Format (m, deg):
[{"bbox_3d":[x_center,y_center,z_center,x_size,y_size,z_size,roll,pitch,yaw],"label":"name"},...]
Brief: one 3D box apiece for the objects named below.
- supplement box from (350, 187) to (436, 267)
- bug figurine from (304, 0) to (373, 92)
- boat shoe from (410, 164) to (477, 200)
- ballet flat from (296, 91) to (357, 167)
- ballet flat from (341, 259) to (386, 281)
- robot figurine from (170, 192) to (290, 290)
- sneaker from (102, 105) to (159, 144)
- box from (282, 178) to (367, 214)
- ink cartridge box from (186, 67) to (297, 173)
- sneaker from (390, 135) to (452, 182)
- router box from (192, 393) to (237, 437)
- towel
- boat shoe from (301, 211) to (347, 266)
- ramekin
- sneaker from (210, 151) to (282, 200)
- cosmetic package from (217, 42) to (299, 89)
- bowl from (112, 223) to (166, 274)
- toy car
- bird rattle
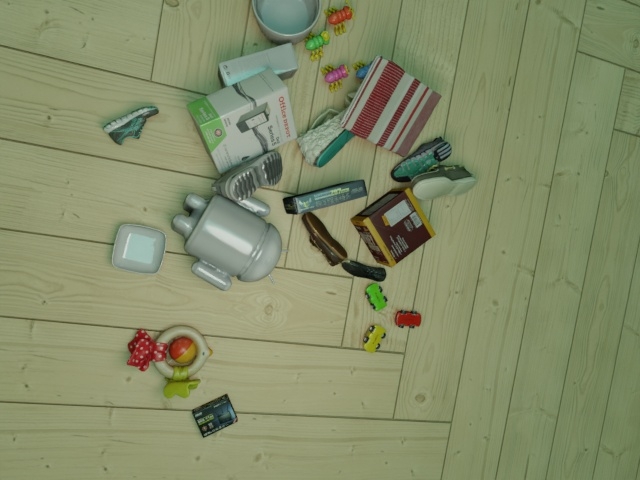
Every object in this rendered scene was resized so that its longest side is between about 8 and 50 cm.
[{"bbox_3d":[0.244,-0.046,1.507,0.194,0.129,0.191,-35,103,-10],"label":"supplement box"},{"bbox_3d":[0.071,-0.617,1.442,0.216,0.072,0.279,-34,103,-10],"label":"bug figurine"},{"bbox_3d":[0.411,-0.207,1.521,0.305,0.109,0.091,-8,60,-36],"label":"boat shoe"},{"bbox_3d":[0.089,-0.402,1.441,0.409,0.147,0.147,-39,103,-10],"label":"ballet flat"},{"bbox_3d":[0.150,0.100,1.544,0.173,0.057,0.049,19,49,-17],"label":"ballet flat"},{"bbox_3d":[-0.264,-0.005,1.332,0.353,0.200,0.300,31,75,-15],"label":"robot figurine"},{"bbox_3d":[-0.546,-0.338,1.308,0.166,0.065,0.076,-29,118,-8],"label":"sneaker"},{"bbox_3d":[0.010,-0.137,1.407,0.232,0.183,0.059,-17,99,-13],"label":"box"},{"bbox_3d":[-0.222,-0.350,1.311,0.273,0.198,0.115,-28,58,-11],"label":"ink cartridge box"},{"bbox_3d":[0.344,-0.283,1.554,0.223,0.098,0.083,-27,124,10],"label":"sneaker"},{"bbox_3d":[-0.342,0.568,1.442,0.122,0.038,0.092,-23,100,-13],"label":"router box"},{"bbox_3d":[0.227,-0.416,1.415,0.329,0.037,0.237,12,115,-43],"label":"towel"},{"bbox_3d":[0.000,0.000,1.475,0.073,0.073,0.207,-34,99,31],"label":"boat shoe"},{"bbox_3d":[-0.105,-0.701,1.354,0.207,0.109,0.207,0,90,-7],"label":"ramekin"},{"bbox_3d":[-0.214,-0.207,1.338,0.281,0.115,0.105,-38,132,-52],"label":"sneaker"},{"bbox_3d":[-0.192,-0.517,1.355,0.231,0.117,0.085,-20,100,-12],"label":"cosmetic package"},{"bbox_3d":[-0.540,0.025,1.335,0.142,0.053,0.142,13,91,-15],"label":"bowl"},{"bbox_3d":[0.217,0.249,1.564,0.239,0.053,0.225,-28,101,-12],"label":"toy car"},{"bbox_3d":[-0.457,0.356,1.375,0.207,0.143,0.253,-43,91,-20],"label":"bird rattle"}]
